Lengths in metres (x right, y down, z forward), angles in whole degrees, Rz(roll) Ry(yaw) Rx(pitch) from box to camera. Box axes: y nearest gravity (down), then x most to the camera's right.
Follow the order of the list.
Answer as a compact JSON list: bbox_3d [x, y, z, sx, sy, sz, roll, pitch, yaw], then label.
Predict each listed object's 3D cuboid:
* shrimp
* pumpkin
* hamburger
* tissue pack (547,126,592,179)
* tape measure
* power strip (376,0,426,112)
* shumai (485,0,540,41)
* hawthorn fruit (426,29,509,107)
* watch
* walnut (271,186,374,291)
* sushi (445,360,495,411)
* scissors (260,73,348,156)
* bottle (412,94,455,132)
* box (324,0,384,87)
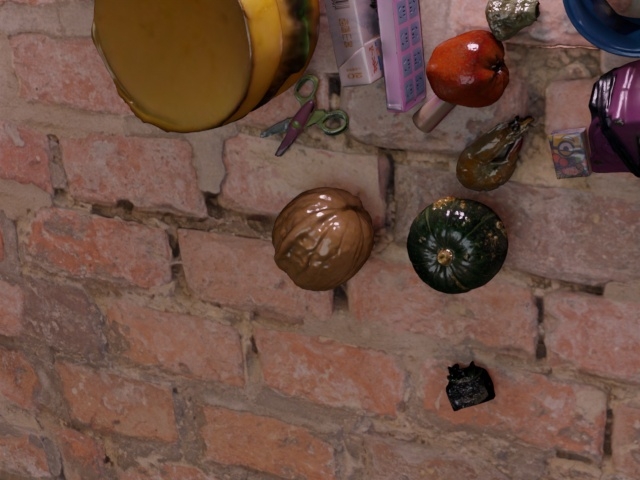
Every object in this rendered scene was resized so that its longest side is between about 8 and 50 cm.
[{"bbox_3d":[0.319,-0.159,1.841,0.101,0.042,0.190,31,127,-13],"label":"shrimp"},{"bbox_3d":[0.252,0.008,1.891,0.190,0.146,0.190,2,96,14],"label":"pumpkin"},{"bbox_3d":[-0.192,-0.410,1.847,0.396,0.277,0.396,14,122,24],"label":"hamburger"},{"bbox_3d":[0.435,-0.151,1.781,0.063,0.035,0.083,-3,113,30],"label":"tissue pack"},{"bbox_3d":[0.537,-0.174,1.606,0.231,0.149,0.245,11,162,25],"label":"tape measure"},{"bbox_3d":[0.141,-0.360,1.793,0.037,0.109,0.279,6,116,29],"label":"power strip"},{"bbox_3d":[0.325,-0.379,1.701,0.082,0.083,0.080,26,157,-29],"label":"shumai"},{"bbox_3d":[0.249,-0.289,1.757,0.138,0.133,0.133,4,115,38],"label":"hawthorn fruit"},{"bbox_3d":[0.448,-0.404,1.548,0.305,0.241,0.274,-26,113,35],"label":"watch"},{"bbox_3d":[0.000,0.000,2.003,0.213,0.213,0.213,12,119,23],"label":"walnut"},{"bbox_3d":[0.298,0.289,2.058,0.083,0.056,0.085,-14,107,33],"label":"sushi"},{"bbox_3d":[-0.041,-0.232,2.011,0.187,0.020,0.133,-33,99,35],"label":"scissors"},{"bbox_3d":[0.211,-0.240,1.854,0.045,0.045,0.096,47,126,1],"label":"bottle"},{"bbox_3d":[0.071,-0.398,1.789,0.067,0.149,0.233,0,113,32],"label":"box"}]
